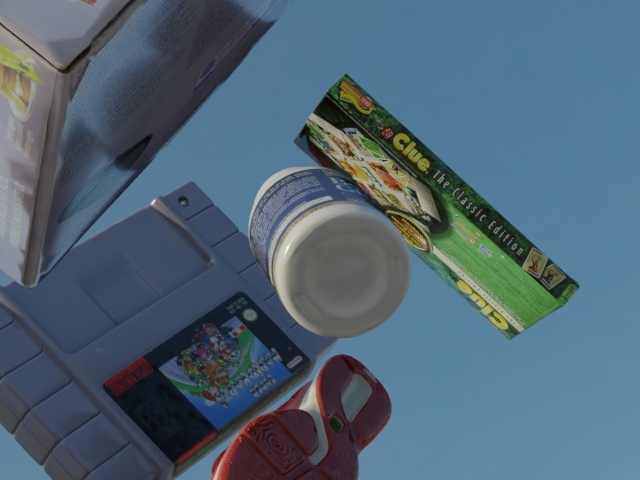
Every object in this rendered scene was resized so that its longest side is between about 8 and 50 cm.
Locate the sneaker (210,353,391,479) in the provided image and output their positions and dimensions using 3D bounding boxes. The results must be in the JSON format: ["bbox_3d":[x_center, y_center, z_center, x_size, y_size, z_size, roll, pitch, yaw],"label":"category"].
[{"bbox_3d":[-0.036,0.172,1.245,0.128,0.087,0.221,-45,-7,31],"label":"sneaker"}]

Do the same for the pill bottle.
[{"bbox_3d":[0.000,0.000,1.267,0.094,0.169,0.094,-4,-73,-12],"label":"pill bottle"}]

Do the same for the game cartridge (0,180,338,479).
[{"bbox_3d":[-0.153,0.091,1.625,0.355,0.230,0.068,-34,-18,-50],"label":"game cartridge"}]

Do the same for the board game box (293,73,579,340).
[{"bbox_3d":[0.093,-0.024,1.499,0.030,0.260,0.136,-47,0,-23],"label":"board game box"}]

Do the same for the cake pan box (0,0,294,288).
[{"bbox_3d":[-0.052,-0.125,0.736,0.267,0.070,0.246,-50,-1,-20],"label":"cake pan box"}]
